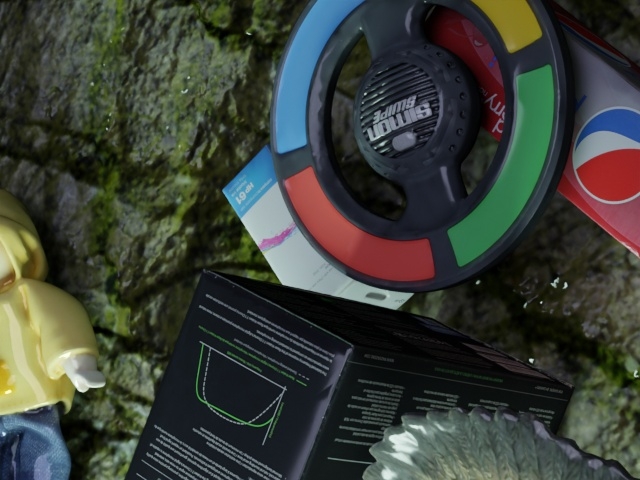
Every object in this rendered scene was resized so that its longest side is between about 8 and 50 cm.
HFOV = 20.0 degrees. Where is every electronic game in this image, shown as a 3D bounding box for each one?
[{"bbox_3d":[0.059,-0.081,1.150,0.229,0.048,0.229,-2,86,37],"label":"electronic game"}]

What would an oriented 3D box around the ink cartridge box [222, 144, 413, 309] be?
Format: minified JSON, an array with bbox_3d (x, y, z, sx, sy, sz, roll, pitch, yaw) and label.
[{"bbox_3d":[0.000,0.000,1.257,0.052,0.088,0.122,-45,62,20],"label":"ink cartridge box"}]

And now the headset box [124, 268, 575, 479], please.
[{"bbox_3d":[-0.001,0.185,1.134,0.131,0.246,0.283,25,98,39],"label":"headset box"}]

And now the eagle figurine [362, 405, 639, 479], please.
[{"bbox_3d":[0.177,0.212,0.956,0.298,0.225,0.226,-2,40,-2],"label":"eagle figurine"}]

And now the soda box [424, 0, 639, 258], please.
[{"bbox_3d":[0.179,-0.070,1.148,0.263,0.092,0.083,44,110,31],"label":"soda box"}]

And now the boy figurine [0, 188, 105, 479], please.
[{"bbox_3d":[-0.238,0.096,1.402,0.177,0.092,0.285,-10,81,35],"label":"boy figurine"}]
